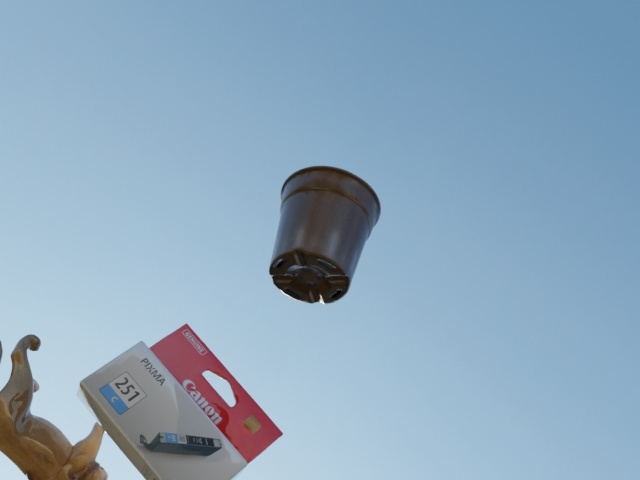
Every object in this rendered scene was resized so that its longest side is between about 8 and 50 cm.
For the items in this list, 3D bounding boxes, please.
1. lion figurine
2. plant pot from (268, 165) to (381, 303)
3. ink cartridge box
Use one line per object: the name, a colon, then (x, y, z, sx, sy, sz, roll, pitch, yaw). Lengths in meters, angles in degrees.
lion figurine: (-0.489, 0.353, 1.295, 0.142, 0.240, 0.392, -39, -77, 25)
plant pot: (0.000, 0.000, 1.164, 0.167, 0.165, 0.167, 9, -40, 7)
ink cartridge box: (-0.238, 0.302, 1.334, 0.296, 0.261, 0.066, 46, -41, 12)
